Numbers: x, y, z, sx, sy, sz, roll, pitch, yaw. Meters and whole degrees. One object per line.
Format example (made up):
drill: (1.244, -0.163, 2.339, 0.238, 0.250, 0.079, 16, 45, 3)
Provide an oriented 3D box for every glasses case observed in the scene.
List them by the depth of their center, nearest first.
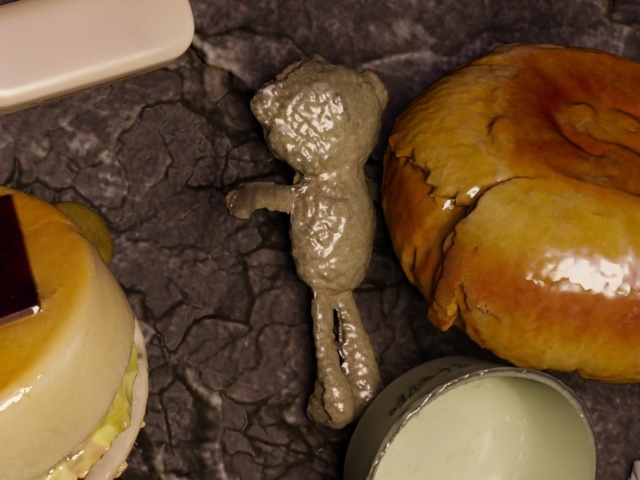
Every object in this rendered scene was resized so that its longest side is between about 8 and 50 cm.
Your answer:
glasses case: (-0.198, -0.160, 1.476, 0.196, 0.050, 0.083, -18, 90, -21)

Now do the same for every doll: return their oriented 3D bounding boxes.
doll: (0.015, -0.004, 1.517, 0.203, 0.091, 0.286, -34, 104, -29)

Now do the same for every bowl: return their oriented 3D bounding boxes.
bowl: (0.107, 0.181, 1.480, 0.211, 0.112, 0.211, -7, 109, -22)

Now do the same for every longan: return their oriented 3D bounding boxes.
longan: (-0.201, 0.011, 1.445, 0.075, 0.075, 0.083, 10, 120, -18)

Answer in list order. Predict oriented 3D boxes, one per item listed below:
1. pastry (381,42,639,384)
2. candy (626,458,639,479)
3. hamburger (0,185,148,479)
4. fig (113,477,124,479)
pastry: (0.216, -0.027, 1.493, 0.356, 0.164, 0.356, 7, 38, -5)
candy: (0.301, 0.206, 1.571, 0.124, 0.124, 0.365, 23, 80, -15)
hamburger: (-0.266, 0.101, 1.300, 0.300, 0.176, 0.300, -7, 46, 8)
fig: (-0.171, 0.285, 1.378, 0.160, 0.143, 0.230, -34, 114, -28)
